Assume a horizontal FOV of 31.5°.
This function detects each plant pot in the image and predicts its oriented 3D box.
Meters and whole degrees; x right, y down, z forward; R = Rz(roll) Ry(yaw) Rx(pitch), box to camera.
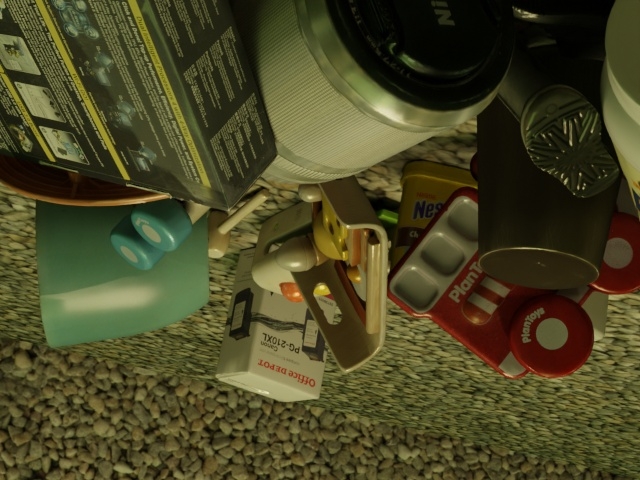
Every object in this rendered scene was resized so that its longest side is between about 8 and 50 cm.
[{"bbox_3d":[-0.283,0.008,1.672,0.235,0.292,0.293,-1,162,-7],"label":"plant pot"}]

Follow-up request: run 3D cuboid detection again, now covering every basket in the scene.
[{"bbox_3d":[0.247,-0.073,1.237,0.154,0.226,0.204,26,156,-38],"label":"basket"}]

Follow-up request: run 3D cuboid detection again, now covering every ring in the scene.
[{"bbox_3d":[-0.200,-0.136,1.233,0.337,0.336,0.032,5,125,14],"label":"ring"}]

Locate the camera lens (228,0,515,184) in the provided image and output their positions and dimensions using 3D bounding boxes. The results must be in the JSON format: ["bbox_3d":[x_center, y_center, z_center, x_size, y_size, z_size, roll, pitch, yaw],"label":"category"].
[{"bbox_3d":[0.027,-0.180,1.060,0.219,0.219,0.274,20,158,-26],"label":"camera lens"}]

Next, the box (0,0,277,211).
[{"bbox_3d":[-0.233,-0.221,0.970,0.318,0.097,0.394,15,141,33],"label":"box"}]

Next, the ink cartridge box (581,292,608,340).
[{"bbox_3d":[0.294,0.067,1.768,0.198,0.114,0.273,-9,152,43],"label":"ink cartridge box"}]

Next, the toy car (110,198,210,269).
[{"bbox_3d":[-0.220,-0.128,1.449,0.238,0.219,0.210,45,154,-8],"label":"toy car"}]

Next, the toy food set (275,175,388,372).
[{"bbox_3d":[0.000,0.000,1.460,0.092,0.219,0.306,-18,142,-13],"label":"toy food set"}]

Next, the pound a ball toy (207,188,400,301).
[{"bbox_3d":[-0.036,0.013,1.757,0.208,0.135,0.319,20,158,-26],"label":"pound a ball toy"}]

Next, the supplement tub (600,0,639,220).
[{"bbox_3d":[0.391,-0.107,1.045,0.236,0.235,0.325,1,155,26],"label":"supplement tub"}]

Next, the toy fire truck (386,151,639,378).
[{"bbox_3d":[0.258,0.016,1.421,0.254,0.302,0.169,37,-178,4],"label":"toy fire truck"}]

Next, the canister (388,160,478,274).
[{"bbox_3d":[0.162,-0.010,1.539,0.126,0.169,0.073,12,161,-5],"label":"canister"}]

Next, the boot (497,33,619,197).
[{"bbox_3d":[0.198,-0.153,1.093,0.076,0.208,0.189,-29,147,10],"label":"boot"}]

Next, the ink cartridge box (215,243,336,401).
[{"bbox_3d":[-0.072,0.149,2.000,0.172,0.237,0.100,25,156,-36],"label":"ink cartridge box"}]

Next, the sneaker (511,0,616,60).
[{"bbox_3d":[0.242,-0.212,1.114,0.170,0.051,0.089,8,156,-2],"label":"sneaker"}]
